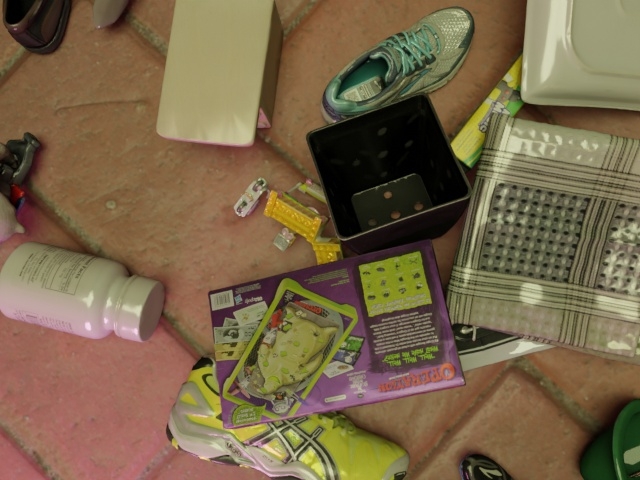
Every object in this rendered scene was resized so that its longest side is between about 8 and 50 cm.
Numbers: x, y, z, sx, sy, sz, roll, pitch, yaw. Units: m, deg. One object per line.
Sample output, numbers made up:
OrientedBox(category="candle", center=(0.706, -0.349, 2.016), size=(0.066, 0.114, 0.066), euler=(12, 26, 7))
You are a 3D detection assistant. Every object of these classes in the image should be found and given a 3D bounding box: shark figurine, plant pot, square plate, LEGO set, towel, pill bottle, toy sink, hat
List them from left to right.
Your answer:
OrientedBox(category="pill bottle", center=(-0.379, 0.087, 0.987), size=(0.230, 0.131, 0.131), euler=(13, 90, 5))
OrientedBox(category="shark figurine", center=(-0.352, -0.505, 0.973), size=(0.166, 0.116, 0.278), euler=(-30, 107, -12))
OrientedBox(category="toy sink", center=(-0.153, -0.255, 0.978), size=(0.153, 0.131, 0.234), euler=(6, 84, 5))
OrientedBox(category="LEGO set", center=(0.000, 0.000, 0.994), size=(0.287, 0.107, 0.132), euler=(49, 127, 0))
OrientedBox(category="plant pot", center=(0.106, -0.076, 0.918), size=(0.188, 0.167, 0.187), euler=(-20, 63, 5))
OrientedBox(category="towel", center=(0.359, 0.005, 0.855), size=(0.325, 0.056, 0.312), euler=(12, 98, -1))
OrientedBox(category="hat", center=(0.431, 0.354, 0.970), size=(0.209, 0.184, 0.172), euler=(-31, 94, -38))
OrientedBox(category="square plate", center=(0.451, -0.364, 0.880), size=(0.344, 0.049, 0.346), euler=(-1, 98, -22))

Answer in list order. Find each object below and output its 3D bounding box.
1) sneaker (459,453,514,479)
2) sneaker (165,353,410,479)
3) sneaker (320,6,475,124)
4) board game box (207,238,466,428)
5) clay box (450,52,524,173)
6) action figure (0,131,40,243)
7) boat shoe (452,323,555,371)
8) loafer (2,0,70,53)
OrientedBox(category="sneaker", center=(0.297, 0.401, 0.940), size=(0.067, 0.078, 0.188), euler=(-40, 72, -20))
OrientedBox(category="sneaker", center=(-0.046, 0.286, 0.950), size=(0.385, 0.145, 0.147), euler=(13, 90, 3))
OrientedBox(category="sneaker", center=(0.126, -0.271, 0.959), size=(0.283, 0.122, 0.110), euler=(-36, 86, 3))
OrientedBox(category="board game box", center=(0.013, 0.138, 0.882), size=(0.347, 0.056, 0.208), euler=(-13, 67, 12))
OrientedBox(category="clay box", center=(0.273, -0.203, 0.943), size=(0.053, 0.127, 0.222), euler=(40, 92, 4))
OrientedBox(category="action figure", center=(-0.635, -0.059, 0.994), size=(0.330, 0.178, 0.341), euler=(22, 88, 14))
OrientedBox(category="boat shoe", center=(0.231, 0.143, 0.948), size=(0.307, 0.113, 0.104), euler=(-14, 81, 1))
OrientedBox(category="loafer", center=(-0.468, -0.473, 1.024), size=(0.109, 0.095, 0.302), euler=(7, 89, 4))
